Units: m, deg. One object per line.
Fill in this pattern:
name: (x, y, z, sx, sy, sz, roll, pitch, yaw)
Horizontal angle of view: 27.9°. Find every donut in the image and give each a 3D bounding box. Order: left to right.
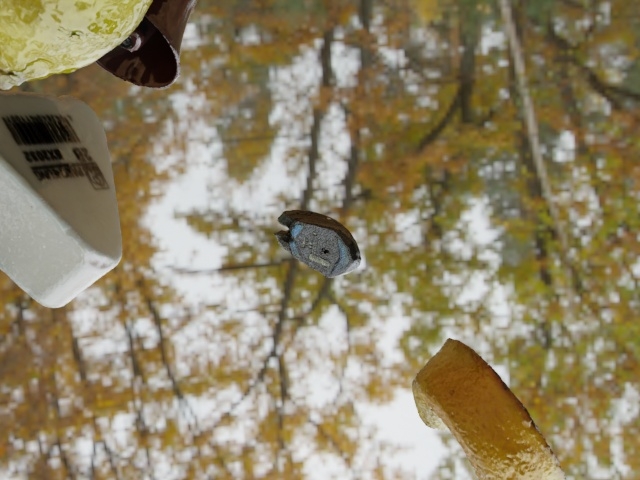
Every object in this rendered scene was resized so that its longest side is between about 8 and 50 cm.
donut: (0.195, 0.213, 1.650, 0.101, 0.152, 0.259, -31, -143, -9)

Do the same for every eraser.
eraser: (-0.427, -0.102, 1.915, 0.150, 0.331, 0.331, -37, -175, 22)

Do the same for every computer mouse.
computer mouse: (0.000, 0.000, 1.760, 0.135, 0.079, 0.047, 21, -147, 20)

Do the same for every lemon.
lemon: (-0.289, -0.316, 1.350, 0.268, 0.322, 0.268, 14, -170, -2)

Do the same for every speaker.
speaker: (-0.220, -0.428, 1.944, 0.198, 0.329, 0.259, 28, 158, 5)
